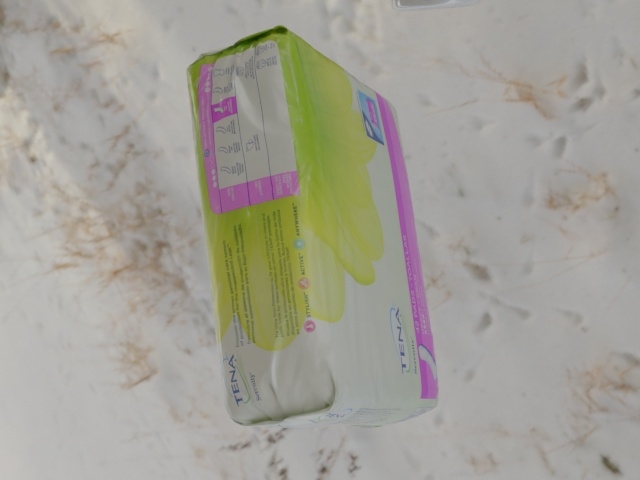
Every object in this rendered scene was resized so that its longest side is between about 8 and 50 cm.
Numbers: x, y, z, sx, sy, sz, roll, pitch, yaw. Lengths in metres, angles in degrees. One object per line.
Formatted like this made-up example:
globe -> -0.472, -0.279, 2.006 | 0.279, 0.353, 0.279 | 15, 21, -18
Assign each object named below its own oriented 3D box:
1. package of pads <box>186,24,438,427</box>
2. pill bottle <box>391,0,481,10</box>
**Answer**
package of pads -> 0.000, 0.000, 0.816 | 0.101, 0.229, 0.296 | -14, 76, 24
pill bottle -> 0.131, -0.363, 1.191 | 0.108, 0.108, 0.180 | 7, 105, 43
